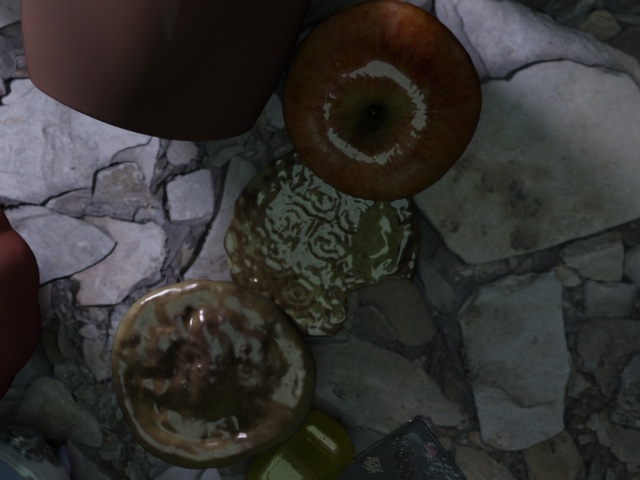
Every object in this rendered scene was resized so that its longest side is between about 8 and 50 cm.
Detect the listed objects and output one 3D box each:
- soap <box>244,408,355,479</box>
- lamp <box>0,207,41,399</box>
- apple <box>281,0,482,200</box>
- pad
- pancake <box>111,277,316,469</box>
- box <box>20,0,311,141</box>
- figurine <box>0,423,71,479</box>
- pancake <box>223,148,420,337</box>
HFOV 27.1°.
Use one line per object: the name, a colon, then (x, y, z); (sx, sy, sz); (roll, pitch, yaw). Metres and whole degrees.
soap: (-0.024, 0.262, 1.559); (0.089, 0.045, 0.140); (41, 102, -5)
lamp: (-0.466, 0.074, 1.481); (0.306, 0.239, 0.305); (1, 102, 7)
apple: (0.065, -0.147, 1.393); (0.211, 0.188, 0.211); (3, 104, 10)
pad: (0.121, 0.349, 1.579); (0.170, 0.006, 0.245); (-36, 95, 13)
pancake: (-0.128, 0.159, 1.515); (0.242, 0.050, 0.241); (1, 98, 5)
box: (-0.159, -0.240, 1.357); (0.301, 0.301, 0.216); (15, 110, 4)
figurine: (-0.377, 0.303, 1.580); (0.209, 0.128, 0.183); (25, 106, 10)
pancake: (0.000, 0.000, 1.511); (0.235, 0.029, 0.212); (-29, 96, 12)
